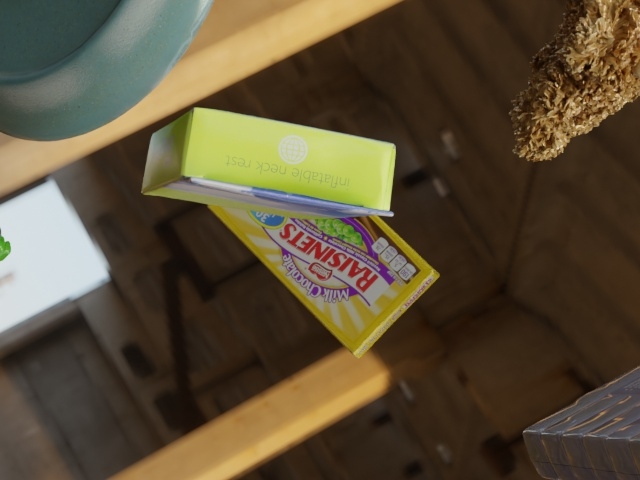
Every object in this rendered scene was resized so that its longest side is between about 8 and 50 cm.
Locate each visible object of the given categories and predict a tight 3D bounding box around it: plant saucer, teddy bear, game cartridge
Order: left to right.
[{"bbox_3d":[-0.191,-0.230,1.096,0.044,0.317,0.317,14,32,-54],"label":"plant saucer"},{"bbox_3d":[0.297,-0.176,1.584,0.113,0.245,0.338,57,-28,14],"label":"teddy bear"},{"bbox_3d":[0.356,0.101,1.223,0.068,0.355,0.230,64,-17,1],"label":"game cartridge"}]

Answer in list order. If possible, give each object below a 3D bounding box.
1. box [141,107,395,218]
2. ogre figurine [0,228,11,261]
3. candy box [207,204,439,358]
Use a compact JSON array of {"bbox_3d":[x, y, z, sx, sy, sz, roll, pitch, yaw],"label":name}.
[{"bbox_3d":[-0.031,-0.038,0.826,0.178,0.109,0.042,179,-80,-76],"label":"box"},{"bbox_3d":[-0.389,-0.059,1.546,0.197,0.097,0.118,22,13,-8],"label":"ogre figurine"},{"bbox_3d":[0.000,0.000,1.389,0.206,0.105,0.027,44,3,23],"label":"candy box"}]
